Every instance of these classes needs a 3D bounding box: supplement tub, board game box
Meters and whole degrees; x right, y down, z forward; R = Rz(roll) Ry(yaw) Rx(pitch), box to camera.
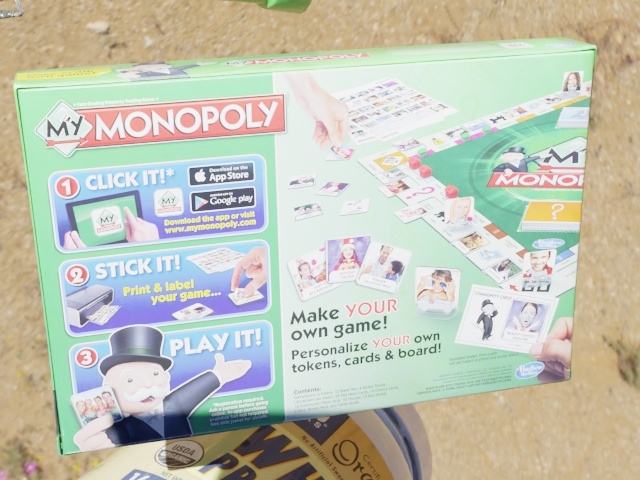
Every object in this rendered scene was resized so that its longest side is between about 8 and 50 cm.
[{"bbox_3d":[-0.062,0.234,0.786,0.228,0.316,0.228,13,116,28],"label":"supplement tub"},{"bbox_3d":[0.000,0.000,0.569,0.317,0.046,0.214,-6,110,-13],"label":"board game box"}]

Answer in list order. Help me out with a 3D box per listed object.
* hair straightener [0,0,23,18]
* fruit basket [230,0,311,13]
[{"bbox_3d":[-0.429,-0.323,1.094,0.230,0.047,0.089,29,96,-32],"label":"hair straightener"},{"bbox_3d":[-0.040,-0.388,0.720,0.392,0.392,0.283,28,149,-3],"label":"fruit basket"}]
